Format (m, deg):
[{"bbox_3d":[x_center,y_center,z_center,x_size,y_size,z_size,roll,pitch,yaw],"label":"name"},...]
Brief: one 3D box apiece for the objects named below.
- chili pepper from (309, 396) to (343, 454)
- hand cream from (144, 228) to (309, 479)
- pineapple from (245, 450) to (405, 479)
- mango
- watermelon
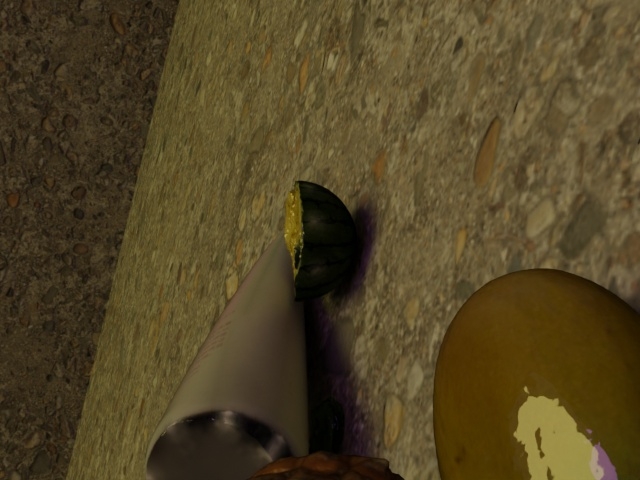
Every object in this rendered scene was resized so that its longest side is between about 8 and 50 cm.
[{"bbox_3d":[-0.001,0.170,0.672,0.034,0.030,0.091,77,-156,-77],"label":"chili pepper"},{"bbox_3d":[-0.061,0.118,0.747,0.359,0.117,0.186,-82,8,-70],"label":"hand cream"},{"bbox_3d":[0.049,0.242,0.337,0.364,0.165,0.166,51,125,58],"label":"pineapple"},{"bbox_3d":[0.108,0.099,0.350,0.130,0.091,0.195,-63,33,28],"label":"mango"},{"bbox_3d":[0.000,0.000,0.724,0.105,0.062,0.106,177,90,-85],"label":"watermelon"}]
